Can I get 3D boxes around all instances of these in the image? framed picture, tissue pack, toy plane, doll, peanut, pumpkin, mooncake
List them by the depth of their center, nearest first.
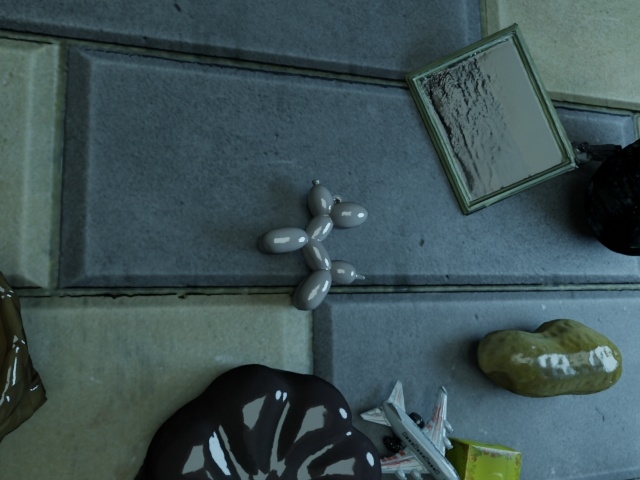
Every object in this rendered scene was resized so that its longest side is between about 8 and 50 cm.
[{"bbox_3d":[-0.077,0.303,0.667,0.306,0.154,0.305,4,78,-18],"label":"mooncake"},{"bbox_3d":[0.139,0.290,0.785,0.162,0.065,0.171,-37,89,-21],"label":"toy plane"},{"bbox_3d":[0.000,0.000,0.785,0.160,0.059,0.160,-30,92,-21],"label":"doll"},{"bbox_3d":[0.229,0.386,0.807,0.095,0.062,0.175,15,78,-17],"label":"tissue pack"},{"bbox_3d":[0.350,0.182,0.860,0.237,0.110,0.120,6,102,-12],"label":"peanut"},{"bbox_3d":[0.273,-0.192,0.885,0.197,0.014,0.252,-24,90,6],"label":"framed picture"},{"bbox_3d":[0.553,-0.073,0.902,0.233,0.233,0.162,-7,57,-20],"label":"pumpkin"},{"bbox_3d":[0.444,-0.146,0.951,0.197,0.078,0.053,6,79,-17],"label":"toy plane"}]

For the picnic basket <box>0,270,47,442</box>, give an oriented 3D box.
[{"bbox_3d":[-0.440,0.114,0.468,0.337,0.337,0.292,-31,84,-21],"label":"picnic basket"}]
